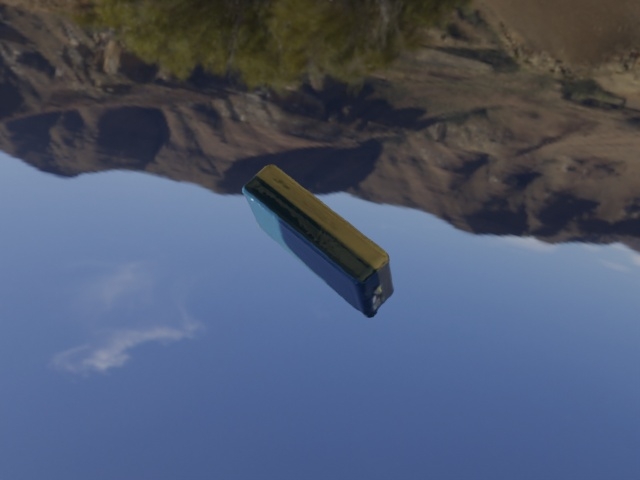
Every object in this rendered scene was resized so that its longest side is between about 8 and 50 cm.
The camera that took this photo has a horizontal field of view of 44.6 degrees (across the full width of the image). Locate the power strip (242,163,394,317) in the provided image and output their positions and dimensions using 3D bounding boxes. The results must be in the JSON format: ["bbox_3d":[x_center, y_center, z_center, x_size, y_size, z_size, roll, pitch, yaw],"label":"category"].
[{"bbox_3d":[0.000,0.000,0.540,0.123,0.032,0.056,39,165,29],"label":"power strip"}]
